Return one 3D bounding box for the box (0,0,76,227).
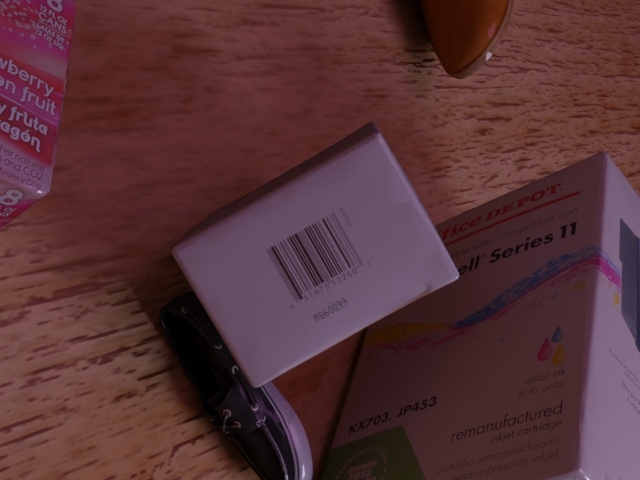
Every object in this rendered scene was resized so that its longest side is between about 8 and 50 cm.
[{"bbox_3d":[-0.248,-0.091,0.425,0.257,0.128,0.123,27,51,-38],"label":"box"}]

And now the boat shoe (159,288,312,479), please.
[{"bbox_3d":[-0.055,0.095,0.618,0.040,0.049,0.142,-21,79,-47],"label":"boat shoe"}]

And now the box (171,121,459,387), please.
[{"bbox_3d":[0.000,0.000,0.613,0.091,0.130,0.170,60,7,-6],"label":"box"}]

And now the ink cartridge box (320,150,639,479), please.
[{"bbox_3d":[0.138,0.074,0.723,0.119,0.207,0.353,47,39,-23],"label":"ink cartridge box"}]

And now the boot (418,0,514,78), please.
[{"bbox_3d":[0.079,-0.306,0.979,0.211,0.104,0.295,30,43,-30],"label":"boot"}]
